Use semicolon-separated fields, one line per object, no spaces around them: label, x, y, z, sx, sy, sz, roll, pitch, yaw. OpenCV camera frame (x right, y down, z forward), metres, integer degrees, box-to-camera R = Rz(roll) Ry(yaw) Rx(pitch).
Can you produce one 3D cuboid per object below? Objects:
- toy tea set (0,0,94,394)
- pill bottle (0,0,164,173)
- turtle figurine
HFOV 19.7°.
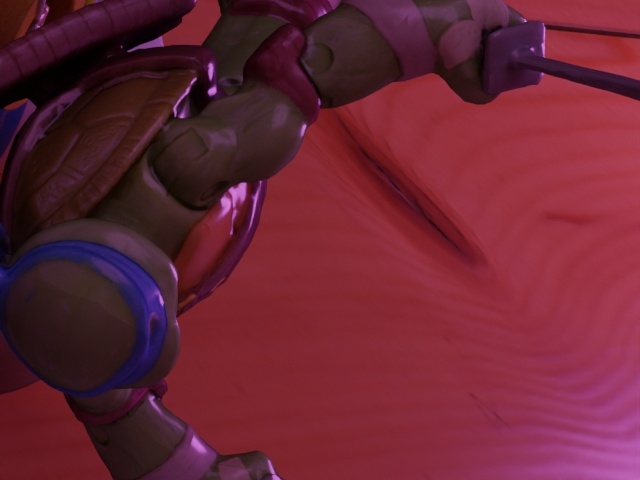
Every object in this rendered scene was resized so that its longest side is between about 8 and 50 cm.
toy tea set;-0.149;0.007;0.665;0.124;0.200;0.336;27;27;7
pill bottle;-0.188;-0.089;0.859;0.221;0.124;0.124;12;34;-34
turtle figurine;0.000;0.000;0.637;0.275;0.197;0.266;-1;28;1
